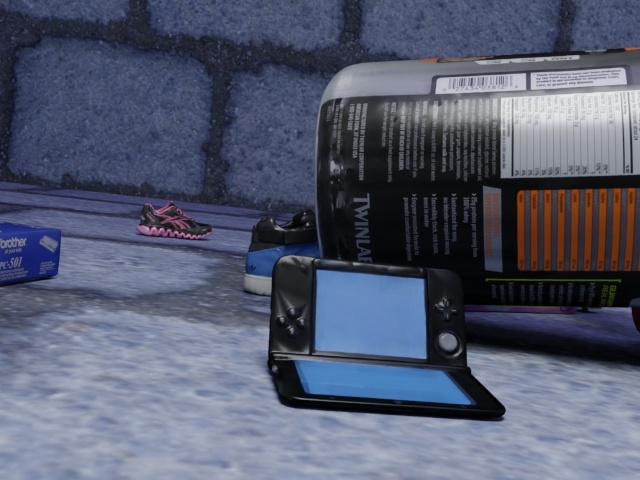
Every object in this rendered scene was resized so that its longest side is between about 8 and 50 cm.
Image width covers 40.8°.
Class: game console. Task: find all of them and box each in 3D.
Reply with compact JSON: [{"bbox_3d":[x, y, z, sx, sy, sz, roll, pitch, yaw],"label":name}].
[{"bbox_3d":[0.035,0.052,0.491,0.122,0.107,0.071,6,-24,-10],"label":"game console"}]

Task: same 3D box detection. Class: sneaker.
[{"bbox_3d":[-0.224,-0.032,1.338,0.119,0.057,0.047,6,2,-25],"label":"sneaker"},{"bbox_3d":[0.004,0.014,0.839,0.152,0.084,0.058,6,4,-10],"label":"sneaker"}]

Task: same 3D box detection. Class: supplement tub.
[{"bbox_3d":[0.177,-0.048,0.701,0.338,0.207,0.207,0,3,14],"label":"supplement tub"}]

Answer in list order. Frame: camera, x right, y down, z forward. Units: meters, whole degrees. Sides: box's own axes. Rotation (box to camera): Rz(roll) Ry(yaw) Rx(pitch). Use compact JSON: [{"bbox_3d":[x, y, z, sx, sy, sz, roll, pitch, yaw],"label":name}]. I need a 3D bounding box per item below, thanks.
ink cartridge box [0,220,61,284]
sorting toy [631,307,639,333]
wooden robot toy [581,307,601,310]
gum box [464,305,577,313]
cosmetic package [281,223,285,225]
[{"bbox_3d":[-0.345,0.001,0.755,0.207,0.046,0.097,8,5,14],"label":"ink cartridge box"},{"bbox_3d":[0.342,-0.005,0.862,0.126,0.127,0.365,32,24,-31],"label":"sorting toy"},{"bbox_3d":[0.268,0.033,1.034,0.076,0.079,0.173,5,4,-20],"label":"wooden robot toy"},{"bbox_3d":[0.201,0.019,0.919,0.188,0.107,0.062,4,5,-29],"label":"gum box"},{"bbox_3d":[0.000,0.000,1.335,0.115,0.041,0.060,4,5,-35],"label":"cosmetic package"}]
